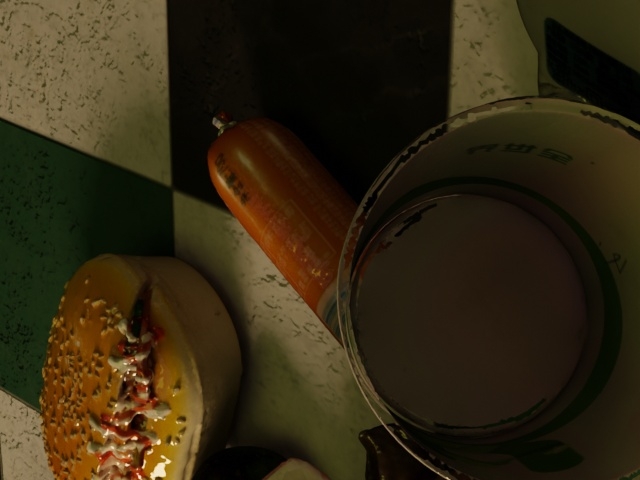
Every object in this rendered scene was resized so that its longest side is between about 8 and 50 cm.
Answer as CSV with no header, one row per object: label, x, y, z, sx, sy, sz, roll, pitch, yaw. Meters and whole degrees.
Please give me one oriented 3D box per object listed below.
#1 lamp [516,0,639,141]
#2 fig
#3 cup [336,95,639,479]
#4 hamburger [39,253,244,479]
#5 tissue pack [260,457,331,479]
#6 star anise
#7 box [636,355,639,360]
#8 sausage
lamp,0.214,-0.141,1.080,0.179,0.108,0.246,43,152,32
fig,-0.077,0.262,1.575,0.123,0.123,0.156,63,159,7
cup,0.122,0.044,1.111,0.274,0.253,0.253,150,98,-82
hamburger,-0.193,0.151,1.624,0.227,0.151,0.295,41,135,37
tissue pack,0.019,0.332,1.399,0.209,0.137,0.269,50,164,28
star anise,0.122,0.253,1.351,0.214,0.099,0.220,31,147,41
box,0.314,0.189,1.136,0.153,0.074,0.239,5,108,51
sausage,0.000,0.000,1.390,0.312,0.093,0.093,49,136,23
